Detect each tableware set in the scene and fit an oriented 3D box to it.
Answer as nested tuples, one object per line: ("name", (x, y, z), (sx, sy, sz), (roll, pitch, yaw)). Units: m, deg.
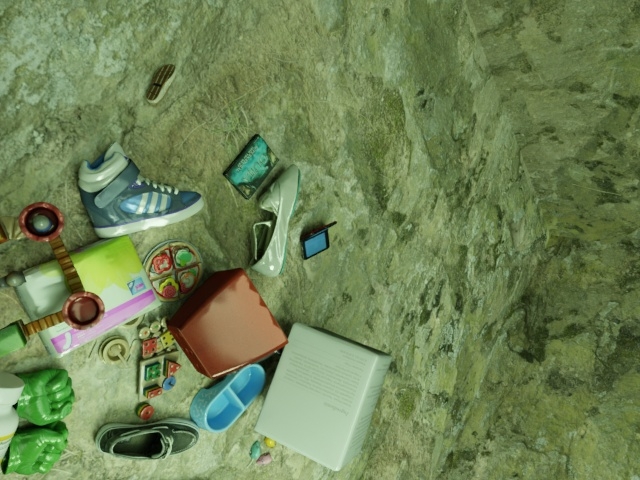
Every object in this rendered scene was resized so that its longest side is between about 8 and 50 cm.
("tableware set", (-0.567, 0.268, 1.384), (0.128, 0.039, 0.194), (25, 81, -43))

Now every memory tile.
("memory tile", (-0.493, 0.308, 1.459), (0.113, 0.012, 0.148), (-27, 125, -44))

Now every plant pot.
("plant pot", (-0.300, 0.262, 1.444), (0.235, 0.267, 0.267), (-36, 102, -28))

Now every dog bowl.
("dog bowl", (-0.308, 0.530, 1.657), (0.297, 0.074, 0.166), (-44, 125, -27))

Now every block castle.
("block castle", (-0.726, 0.121, 0.997), (0.453, 0.213, 0.303), (-24, 98, -24))

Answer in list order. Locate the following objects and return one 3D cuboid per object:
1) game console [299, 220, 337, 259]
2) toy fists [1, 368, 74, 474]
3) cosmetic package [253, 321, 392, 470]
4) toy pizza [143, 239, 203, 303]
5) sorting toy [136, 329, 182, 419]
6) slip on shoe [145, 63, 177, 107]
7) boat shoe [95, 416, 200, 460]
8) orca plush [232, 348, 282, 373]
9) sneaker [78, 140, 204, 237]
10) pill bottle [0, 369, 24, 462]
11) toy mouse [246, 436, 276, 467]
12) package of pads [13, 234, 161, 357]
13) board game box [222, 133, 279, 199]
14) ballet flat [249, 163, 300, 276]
("game console", (0.000, 0.000, 1.836), (0.144, 0.124, 0.085), (-27, 89, -37))
("toy fists", (-0.720, 0.470, 1.244), (0.142, 0.096, 0.279), (8, 92, -45))
("cosmetic package", (0.026, 0.540, 1.729), (0.394, 0.327, 0.329), (-69, 160, -8))
("toy pizza", (-0.445, 0.097, 1.470), (0.201, 0.032, 0.201), (-10, 105, -42))
("sorting toy", (-0.482, 0.409, 1.466), (0.132, 0.046, 0.275), (-8, 110, -51))
("slip on shoe", (-0.446, -0.437, 1.359), (0.041, 0.051, 0.135), (89, 19, -71))
("boat shoe", (-0.504, 0.620, 1.459), (0.335, 0.119, 0.121), (16, 88, -44))
("orca plush", (-0.280, 0.370, 1.646), (0.287, 0.102, 0.151), (-11, 80, -35))
("sneaker", (-0.485, -0.160, 1.312), (0.322, 0.130, 0.236), (-21, 116, -33))
("pill bottle", (-0.818, 0.469, 1.087), (0.188, 0.188, 0.334), (28, 79, -43))
("toy mouse", (-0.222, 0.812, 1.823), (0.143, 0.031, 0.161), (-37, 121, -32))
("package of pads", (-0.603, 0.133, 1.255), (0.296, 0.101, 0.229), (-30, 105, -35))
("board game box", (-0.228, -0.246, 1.609), (0.186, 0.026, 0.126), (-56, 129, -20))
("ballet flat", (-0.163, -0.074, 1.648), (0.139, 0.139, 0.400), (9, 93, -44))
